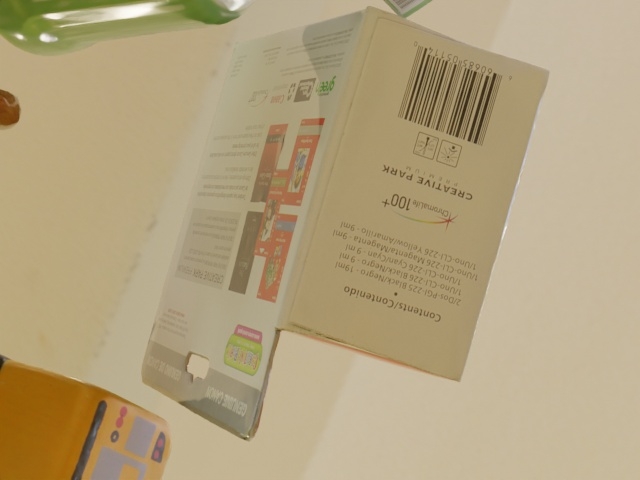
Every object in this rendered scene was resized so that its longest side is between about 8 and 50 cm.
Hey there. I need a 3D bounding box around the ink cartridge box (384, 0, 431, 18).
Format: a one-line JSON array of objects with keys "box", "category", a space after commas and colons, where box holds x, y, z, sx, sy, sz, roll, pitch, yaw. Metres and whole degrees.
[{"box": [-0.006, -0.266, 0.985, 0.056, 0.235, 0.171, -32, -27, 15], "category": "ink cartridge box"}]

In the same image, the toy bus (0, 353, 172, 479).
[{"box": [-0.282, 0.132, 1.213, 0.130, 0.332, 0.108, 35, -111, -53], "category": "toy bus"}]

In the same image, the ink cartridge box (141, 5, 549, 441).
[{"box": [0.000, 0.000, 1.120, 0.130, 0.309, 0.272, 17, -92, -18], "category": "ink cartridge box"}]

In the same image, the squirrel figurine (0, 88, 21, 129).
[{"box": [-0.375, -0.076, 0.989, 0.370, 0.281, 0.397, 20, -46, 4], "category": "squirrel figurine"}]

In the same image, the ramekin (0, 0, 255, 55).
[{"box": [-0.132, -0.280, 1.118, 0.148, 0.303, 0.303, 0, -70, 17], "category": "ramekin"}]
